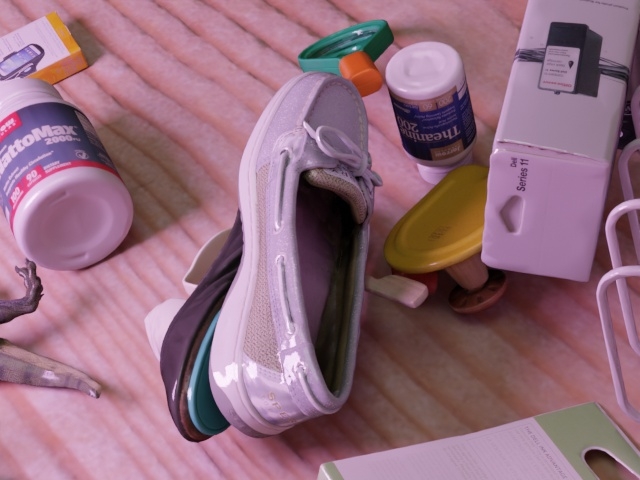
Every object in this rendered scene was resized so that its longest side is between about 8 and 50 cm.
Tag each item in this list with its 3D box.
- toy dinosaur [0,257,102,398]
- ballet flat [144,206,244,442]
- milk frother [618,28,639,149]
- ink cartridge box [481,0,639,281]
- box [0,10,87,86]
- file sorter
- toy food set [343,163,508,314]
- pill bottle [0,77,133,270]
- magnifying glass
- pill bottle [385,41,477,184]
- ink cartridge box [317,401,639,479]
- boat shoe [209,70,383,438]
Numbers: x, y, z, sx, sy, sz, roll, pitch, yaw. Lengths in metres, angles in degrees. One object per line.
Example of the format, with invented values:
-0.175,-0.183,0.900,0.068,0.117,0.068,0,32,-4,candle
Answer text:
-0.291,0.077,1.392,0.268,0.064,0.118,4,56,17,toy dinosaur
-0.078,0.059,1.328,0.096,0.095,0.280,-1,36,29,ballet flat
0.287,-0.174,1.398,0.129,0.135,0.143,-1,47,15,milk frother
0.185,-0.095,1.233,0.086,0.153,0.208,11,56,10,ink cartridge box
-0.313,-0.175,1.659,0.136,0.028,0.081,-29,46,-8,box
0.312,-0.013,1.200,0.173,0.193,0.278,1,48,21,file sorter
0.125,0.004,1.334,0.218,0.071,0.128,-42,26,-25,toy food set
-0.247,-0.066,1.478,0.108,0.108,0.180,-26,45,-8,pill bottle
0.029,-0.162,1.471,0.092,0.026,0.231,-22,15,2,magnifying glass
0.098,-0.106,1.400,0.067,0.120,0.067,-9,46,9,pill bottle
0.134,0.205,1.142,0.235,0.056,0.171,-8,39,-26,ink cartridge box
-0.002,0.000,1.271,0.103,0.118,0.320,-17,46,37,boat shoe
